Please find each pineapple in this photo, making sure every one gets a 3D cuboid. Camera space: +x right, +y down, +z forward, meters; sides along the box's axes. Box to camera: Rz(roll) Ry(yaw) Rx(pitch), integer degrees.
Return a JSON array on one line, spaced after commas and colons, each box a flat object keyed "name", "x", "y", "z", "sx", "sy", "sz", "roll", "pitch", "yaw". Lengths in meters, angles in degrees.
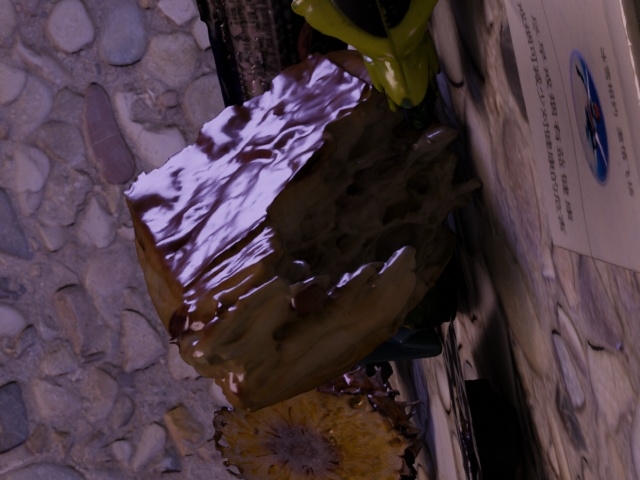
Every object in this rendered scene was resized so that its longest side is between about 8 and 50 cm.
[{"name": "pineapple", "x": 0.018, "y": 0.157, "z": 2.404, "sx": 0.271, "sy": 0.262, "sz": 0.262, "roll": -76, "pitch": -15, "yaw": -46}]

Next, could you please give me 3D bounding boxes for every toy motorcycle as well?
[{"name": "toy motorcycle", "x": 0.026, "y": -0.263, "z": 1.590, "sx": 0.206, "sy": 0.142, "sz": 0.342, "roll": 88, "pitch": 167, "yaw": -74}]

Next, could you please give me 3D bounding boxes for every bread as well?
[{"name": "bread", "x": 0.000, "y": 0.000, "z": 1.731, "sx": 0.191, "sy": 0.314, "sz": 0.370, "roll": 56, "pitch": 175, "yaw": -25}]

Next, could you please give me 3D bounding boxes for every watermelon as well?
[{"name": "watermelon", "x": 0.059, "y": 0.032, "z": 1.928, "sx": 0.301, "sy": 0.129, "sz": 0.123, "roll": -167, "pitch": 64, "yaw": -68}]

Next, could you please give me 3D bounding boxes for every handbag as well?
[{"name": "handbag", "x": 0.038, "y": 0.066, "z": 2.140, "sx": 0.221, "sy": 0.144, "sz": 0.057, "roll": -117, "pitch": 14, "yaw": -61}]

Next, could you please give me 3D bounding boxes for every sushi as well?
[{"name": "sushi", "x": 0.158, "y": 0.193, "z": 1.789, "sx": 0.219, "sy": 0.047, "sz": 0.231, "roll": 83, "pitch": 177, "yaw": -77}]

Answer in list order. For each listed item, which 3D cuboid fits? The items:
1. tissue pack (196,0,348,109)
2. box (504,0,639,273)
[{"name": "tissue pack", "x": -0.044, "y": -0.280, "z": 2.036, "sx": 0.332, "sy": 0.123, "sz": 0.245, "roll": 82, "pitch": -161, "yaw": -46}, {"name": "box", "x": 0.169, "y": -0.072, "z": 1.044, "sx": 0.256, "sy": 0.069, "sz": 0.164, "roll": -148, "pitch": 45, "yaw": -82}]
